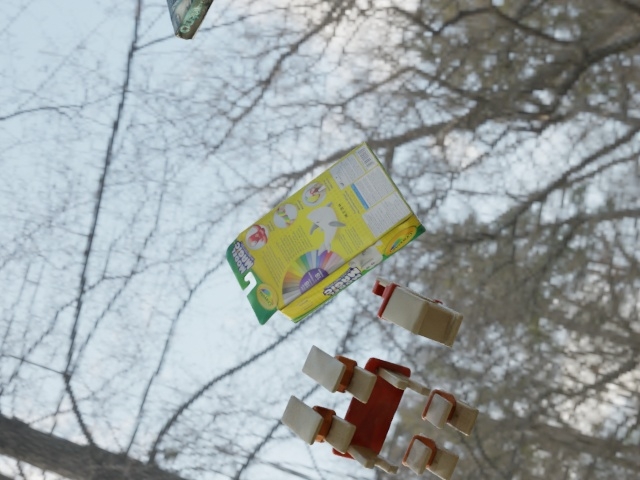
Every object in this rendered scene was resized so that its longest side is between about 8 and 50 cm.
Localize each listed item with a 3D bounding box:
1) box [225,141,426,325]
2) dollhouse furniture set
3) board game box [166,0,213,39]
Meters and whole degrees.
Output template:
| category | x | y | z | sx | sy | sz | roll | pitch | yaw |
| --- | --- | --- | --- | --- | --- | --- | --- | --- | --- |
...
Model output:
| category | x | y | z | sx | sy | sz | roll | pitch | yaw |
| --- | --- | --- | --- | --- | --- | --- | --- | --- | --- |
| box | 0.000 | 0.000 | 1.002 | 0.179 | 0.105 | 0.043 | -34 | -35 | 7 |
| dollhouse furniture set | 0.095 | 0.196 | 1.503 | 0.262 | 0.135 | 0.259 | 22 | -89 | -33 |
| board game box | -0.140 | -0.325 | 1.142 | 0.026 | 0.186 | 0.126 | 9 | -44 | -31 |
